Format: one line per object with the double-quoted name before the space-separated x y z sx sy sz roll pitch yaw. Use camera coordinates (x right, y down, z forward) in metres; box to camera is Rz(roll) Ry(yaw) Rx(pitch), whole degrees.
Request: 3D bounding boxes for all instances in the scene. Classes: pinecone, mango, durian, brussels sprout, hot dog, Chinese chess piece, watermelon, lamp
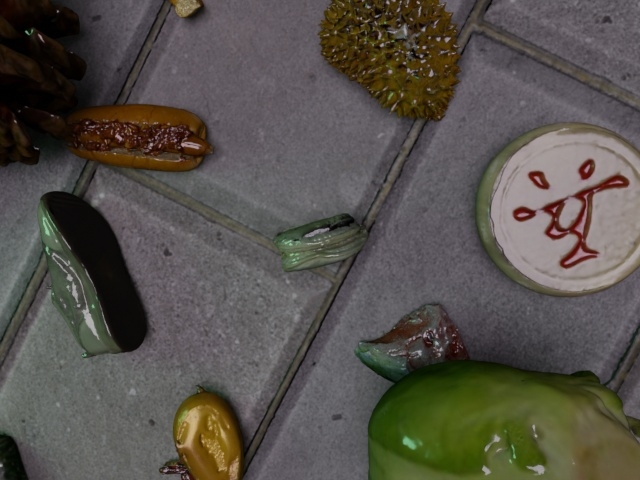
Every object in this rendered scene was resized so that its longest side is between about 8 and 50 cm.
"pinecone" -0.502 -0.291 0.805 0.384 0.384 0.385 0 91 5
"mango" -0.170 0.316 0.913 0.101 0.066 0.188 -20 87 -15
"durian" 0.106 -0.297 0.851 0.249 0.138 0.183 41 103 9
"brussels sprout" 0.210 0.299 0.735 0.314 0.371 0.276 15 62 -9
"hot dog" -0.284 -0.162 0.911 0.249 0.076 0.102 7 88 6
"Chinese chess piece" 0.350 -0.043 0.846 0.249 0.103 0.250 0 93 7
"watermelon" 0.149 0.160 0.887 0.187 0.071 0.139 13 88 5
"lamp" -0.208 0.371 0.940 0.083 0.031 0.063 41 95 -1

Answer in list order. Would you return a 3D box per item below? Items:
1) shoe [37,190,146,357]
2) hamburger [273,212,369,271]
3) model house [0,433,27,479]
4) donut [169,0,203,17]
"shoe" -0.372 0.056 0.915 0.098 0.103 0.275 -23 87 19
"hamburger" 0.000 0.000 0.863 0.139 0.133 0.063 -18 98 14
"model house" -0.559 0.460 0.848 0.190 0.301 0.272 -16 90 -2
"donut" -0.224 -0.381 0.909 0.083 0.067 0.038 32 114 -29
